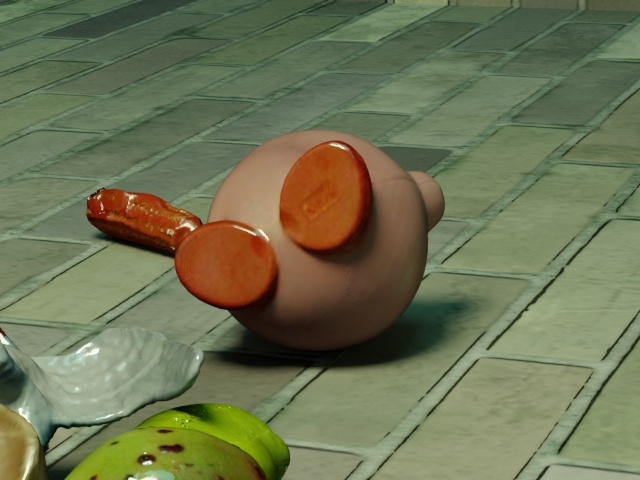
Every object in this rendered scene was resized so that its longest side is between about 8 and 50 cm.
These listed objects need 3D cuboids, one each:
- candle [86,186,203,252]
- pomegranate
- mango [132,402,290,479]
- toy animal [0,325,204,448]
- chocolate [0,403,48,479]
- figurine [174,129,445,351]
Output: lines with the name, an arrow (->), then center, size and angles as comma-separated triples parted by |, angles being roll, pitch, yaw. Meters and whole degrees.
candle -> -0.145, -0.012, 1.718 | 0.162, 0.053, 0.048 | 16, 29, 41
pomegranate -> -0.087, 0.165, 0.986 | 0.129, 0.129, 0.159 | -14, -24, -37
mango -> -0.067, 0.138, 1.140 | 0.091, 0.074, 0.165 | 19, 9, 23
toy animal -> -0.180, 0.102, 1.181 | 0.239, 0.176, 0.255 | -31, 36, 3
chocolate -> -0.254, 0.160, 1.033 | 0.261, 0.083, 0.161 | 3, 46, 27
figurine -> 0.000, 0.000, 1.454 | 0.173, 0.173, 0.173 | -1, 16, 0
